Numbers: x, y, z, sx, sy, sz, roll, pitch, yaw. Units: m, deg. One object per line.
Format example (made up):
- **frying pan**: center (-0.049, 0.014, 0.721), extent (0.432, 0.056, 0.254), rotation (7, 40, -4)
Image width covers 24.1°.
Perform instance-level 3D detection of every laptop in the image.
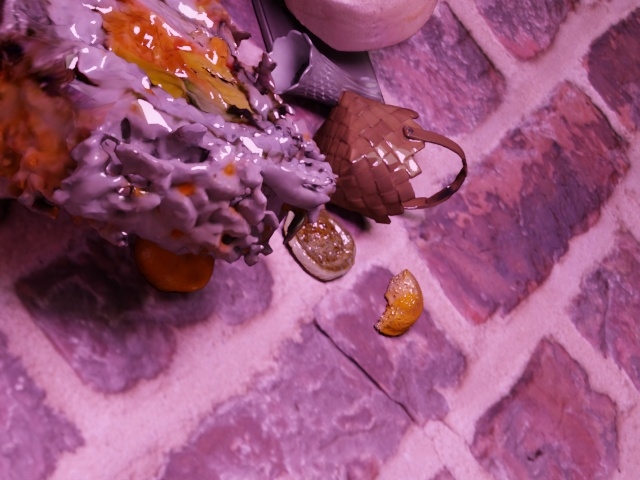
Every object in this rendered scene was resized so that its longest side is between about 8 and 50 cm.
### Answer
- **laptop**: center (-0.012, -0.282, 1.914), extent (0.188, 0.015, 0.269), rotation (10, 54, -43)

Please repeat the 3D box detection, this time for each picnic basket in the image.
- **picnic basket**: center (0.088, -0.086, 1.762), extent (0.178, 0.128, 0.137), rotation (19, 49, -24)

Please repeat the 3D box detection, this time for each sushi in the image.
- **sushi**: center (-0.173, -0.121, 1.414), extent (0.417, 0.176, 0.417), rotation (27, 24, -13)

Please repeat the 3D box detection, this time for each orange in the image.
- **orange**: center (-0.142, 0.015, 1.487), extent (0.086, 0.062, 0.086), rotation (26, 47, -30)

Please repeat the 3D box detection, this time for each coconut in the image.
- **coconut**: center (0.050, -0.342, 1.844), extent (0.224, 0.224, 0.234), rotation (62, -1, 13)

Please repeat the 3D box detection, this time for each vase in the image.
- **vase**: center (0.008, -0.187, 1.791), extent (0.149, 0.081, 0.081), rotation (24, 45, -43)

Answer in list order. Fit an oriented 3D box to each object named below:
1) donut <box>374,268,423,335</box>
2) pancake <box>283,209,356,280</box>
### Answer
- **donut**: center (0.090, 0.071, 1.713), extent (0.083, 0.038, 0.067), rotation (-15, 75, -54)
- **pancake**: center (0.000, 0.001, 1.691), extent (0.108, 0.017, 0.108), rotation (27, 40, -26)
